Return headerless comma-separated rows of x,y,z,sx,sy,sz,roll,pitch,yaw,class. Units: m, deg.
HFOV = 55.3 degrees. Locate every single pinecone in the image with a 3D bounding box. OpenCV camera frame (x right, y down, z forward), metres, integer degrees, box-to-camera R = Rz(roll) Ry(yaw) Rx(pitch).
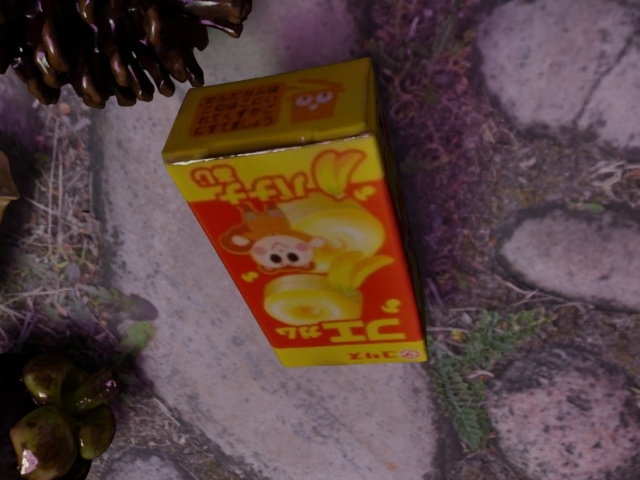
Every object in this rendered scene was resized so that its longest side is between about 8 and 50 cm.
-0.160,-0.182,0.439,0.213,0.185,0.168,13,146,-17,pinecone

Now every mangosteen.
-0.317,0.201,0.672,0.217,0.192,0.192,-36,106,4,mangosteen

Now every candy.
0.000,0.000,0.493,0.146,0.088,0.276,-8,137,15,candy

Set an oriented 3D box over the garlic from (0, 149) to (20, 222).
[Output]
-0.383,0.010,0.592,0.164,0.145,0.244,22,111,5,garlic
